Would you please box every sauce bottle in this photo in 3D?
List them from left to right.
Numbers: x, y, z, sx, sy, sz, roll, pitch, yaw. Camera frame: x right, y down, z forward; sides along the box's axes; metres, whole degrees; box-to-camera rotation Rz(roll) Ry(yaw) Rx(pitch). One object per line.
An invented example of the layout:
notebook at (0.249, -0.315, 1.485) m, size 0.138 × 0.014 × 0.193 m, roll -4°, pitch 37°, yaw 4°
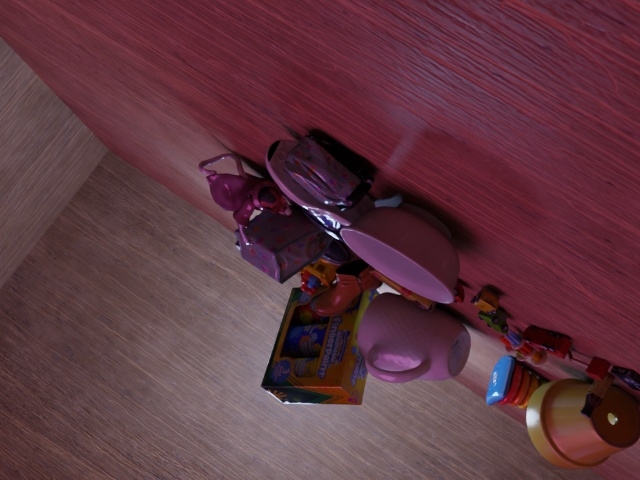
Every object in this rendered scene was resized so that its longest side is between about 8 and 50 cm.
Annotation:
sauce bottle at (0.721, 0.403, 1.580) m, size 0.042 × 0.128 × 0.042 m, roll 35°, pitch 169°, yaw 8°

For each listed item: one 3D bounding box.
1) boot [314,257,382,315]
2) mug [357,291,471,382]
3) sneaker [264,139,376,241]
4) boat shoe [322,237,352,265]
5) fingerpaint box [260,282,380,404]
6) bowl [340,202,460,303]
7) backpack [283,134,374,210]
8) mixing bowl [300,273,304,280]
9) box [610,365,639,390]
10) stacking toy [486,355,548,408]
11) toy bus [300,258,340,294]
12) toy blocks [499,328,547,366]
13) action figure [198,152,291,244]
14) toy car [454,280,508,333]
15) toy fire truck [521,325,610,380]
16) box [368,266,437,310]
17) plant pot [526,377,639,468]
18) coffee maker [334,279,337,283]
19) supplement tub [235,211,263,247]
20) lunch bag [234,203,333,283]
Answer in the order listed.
boot at (0.084, 0.161, 2.121) m, size 0.220 × 0.283 × 0.109 m, roll 53°, pitch -164°, yaw -64°
mug at (0.310, 0.367, 2.086) m, size 0.328 × 0.374 × 0.276 m, roll 12°, pitch 121°, yaw 39°
sneaker at (-0.032, -0.122, 1.515) m, size 0.323 × 0.130 × 0.236 m, roll 32°, pitch 167°, yaw -20°
boat shoe at (0.000, 0.000, 2.114) m, size 0.254 × 0.095 × 0.079 m, roll 40°, pitch -176°, yaw 20°
fingerpaint box at (0.013, 0.386, 2.310) m, size 0.371 × 0.445 × 0.163 m, roll -9°, pitch 139°, yaw 35°
bowl at (0.203, 0.008, 1.371) m, size 0.298 × 0.134 × 0.298 m, roll 33°, pitch 169°, yaw 7°
backpack at (0.012, -0.146, 1.315) m, size 0.182 × 0.115 × 0.152 m, roll 38°, pitch 172°, yaw -8°
mixing bowl at (-0.003, 0.100, 2.441) m, size 0.098 × 0.181 × 0.181 m, roll 9°, pitch -179°, yaw -24°
box at (0.761, 0.340, 1.470) m, size 0.083 × 0.018 × 0.067 m, roll 37°, pitch 170°, yaw -12°
stacking toy at (0.756, 0.542, 2.131) m, size 0.302 × 0.166 × 0.175 m, roll 22°, pitch 155°, yaw 5°
toy bus at (-0.026, 0.085, 2.247) m, size 0.220 × 0.211 × 0.149 m, roll 31°, pitch 171°, yaw 25°
toy blocks at (0.579, 0.305, 1.788) m, size 0.148 × 0.054 × 0.123 m, roll 38°, pitch 169°, yaw -19°
action figure at (-0.182, -0.153, 1.849) m, size 0.370 × 0.248 × 0.276 m, roll 16°, pitch 132°, yaw 63°
toy car at (0.441, 0.178, 1.641) m, size 0.225 × 0.053 × 0.239 m, roll 39°, pitch 170°, yaw -28°
toy fire truck at (0.630, 0.288, 1.564) m, size 0.135 × 0.047 × 0.192 m, roll 37°, pitch 170°, yaw -22°
box at (0.275, 0.145, 1.994) m, size 0.232 × 0.058 × 0.087 m, roll 36°, pitch 170°, yaw -6°
plant pot at (0.754, 0.509, 1.704) m, size 0.254 × 0.254 × 0.239 m, roll 34°, pitch 155°, yaw 1°
coffee maker at (0.164, 0.206, 2.543) m, size 0.171 × 0.120 × 0.178 m, roll 11°, pitch 178°, yaw -18°
supplement tub at (-0.258, -0.025, 2.522) m, size 0.117 × 0.190 × 0.117 m, roll 34°, pitch 170°, yaw 7°
lunch bag at (-0.112, -0.007, 1.999) m, size 0.223 × 0.262 × 0.160 m, roll 28°, pitch 140°, yaw 37°
